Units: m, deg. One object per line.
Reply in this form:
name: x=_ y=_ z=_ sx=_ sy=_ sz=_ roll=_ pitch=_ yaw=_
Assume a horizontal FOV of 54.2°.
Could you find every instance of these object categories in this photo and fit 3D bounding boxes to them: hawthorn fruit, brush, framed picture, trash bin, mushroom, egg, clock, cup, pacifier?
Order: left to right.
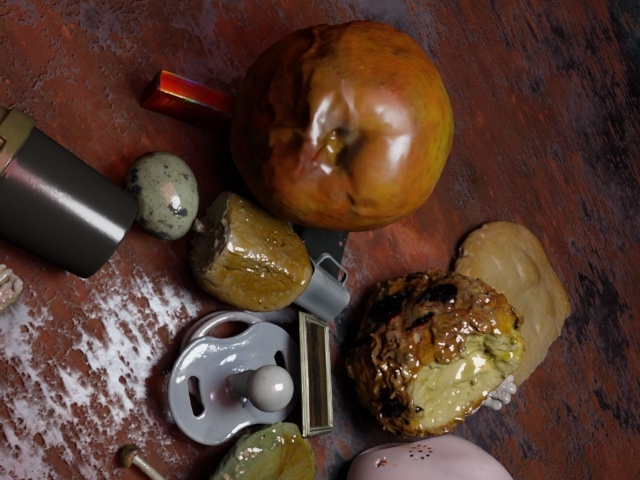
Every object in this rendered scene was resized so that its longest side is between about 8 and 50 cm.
trash bin: x=-0.499 y=-0.088 z=1.053 sx=0.334 sy=0.214 sz=0.214 roll=39 pitch=61 yaw=-30
egg: x=-0.307 y=-0.086 z=1.217 sx=0.141 sy=0.141 sz=0.181 roll=-11 pitch=78 yaw=-35
mushroom: x=-0.291 y=0.515 z=1.174 sx=0.068 sy=0.043 sz=0.306 roll=-26 pitch=97 yaw=-17
pacifier: x=-0.136 y=0.263 z=1.203 sx=0.300 sy=0.233 sz=0.243 roll=-12 pitch=96 yaw=-35
framed picture: x=-0.006 y=0.286 z=1.336 sx=0.197 sy=0.014 sz=0.252 roll=40 pitch=46 yaw=-69
cup: x=-0.003 y=0.093 z=1.359 sx=0.129 sy=0.095 sz=0.128 roll=38 pitch=98 yaw=-32
brush: x=0.000 y=0.000 z=1.454 sx=0.123 sy=0.059 sz=0.197 roll=25 pitch=69 yaw=-29
hawthorn fruit: x=0.037 y=-0.224 z=1.227 sx=0.472 sy=0.472 sz=0.471 roll=7 pitch=77 yaw=-32
clock: x=0.240 y=0.544 z=1.317 sx=0.369 sy=0.377 sz=0.250 roll=0 pitch=77 yaw=-34

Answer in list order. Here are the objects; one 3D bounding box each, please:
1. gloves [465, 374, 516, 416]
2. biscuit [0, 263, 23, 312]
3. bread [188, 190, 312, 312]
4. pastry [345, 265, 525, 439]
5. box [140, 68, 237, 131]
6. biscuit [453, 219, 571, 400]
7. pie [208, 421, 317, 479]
gloves: x=0.397 y=0.394 z=1.595 sx=0.229 sy=0.119 sz=0.097 roll=-15 pitch=56 yaw=-15
biscuit: x=-0.643 y=0.192 z=0.940 sx=0.078 sy=0.144 sz=0.426 roll=51 pitch=57 yaw=-14
bread: x=-0.160 y=0.032 z=1.265 sx=0.246 sy=0.176 sz=0.195 roll=30 pitch=28 yaw=-31
pastry: x=0.237 y=0.230 z=1.417 sx=0.405 sy=0.337 sz=0.292 roll=-40 pitch=124 yaw=-3
box: x=-0.271 y=-0.286 z=1.302 sx=0.175 sy=0.112 sz=0.048 roll=14 pitch=73 yaw=-29
biscuit: x=0.544 y=0.156 z=1.758 sx=0.430 sy=0.104 sz=0.445 roll=-27 pitch=97 yaw=-34
pie: x=-0.122 y=0.491 z=1.218 sx=0.306 sy=0.071 sz=0.306 roll=-24 pitch=127 yaw=-37
